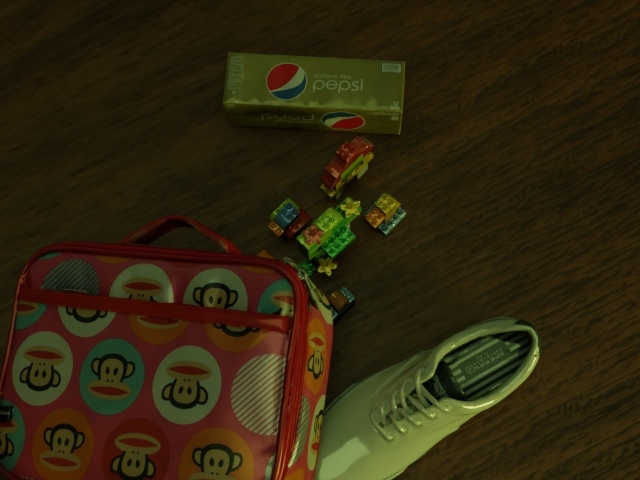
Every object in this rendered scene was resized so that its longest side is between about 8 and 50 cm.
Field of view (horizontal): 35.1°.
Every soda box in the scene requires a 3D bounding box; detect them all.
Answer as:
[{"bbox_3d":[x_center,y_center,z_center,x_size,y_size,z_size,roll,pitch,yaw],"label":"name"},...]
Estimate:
[{"bbox_3d":[-0.006,-0.149,1.031,0.181,0.061,0.058,4,74,3],"label":"soda box"}]

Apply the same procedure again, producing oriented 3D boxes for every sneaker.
[{"bbox_3d":[0.088,0.143,0.924,0.258,0.091,0.094,-35,75,-8],"label":"sneaker"}]

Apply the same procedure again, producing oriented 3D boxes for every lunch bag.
[{"bbox_3d":[-0.136,0.104,0.905,0.293,0.120,0.258,4,77,19],"label":"lunch bag"}]

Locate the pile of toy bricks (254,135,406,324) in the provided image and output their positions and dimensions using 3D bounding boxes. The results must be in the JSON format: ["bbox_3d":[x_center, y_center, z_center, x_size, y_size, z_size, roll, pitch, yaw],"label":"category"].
[{"bbox_3d":[0.000,0.000,0.963,0.118,0.105,0.212,42,79,13],"label":"pile of toy bricks"}]
